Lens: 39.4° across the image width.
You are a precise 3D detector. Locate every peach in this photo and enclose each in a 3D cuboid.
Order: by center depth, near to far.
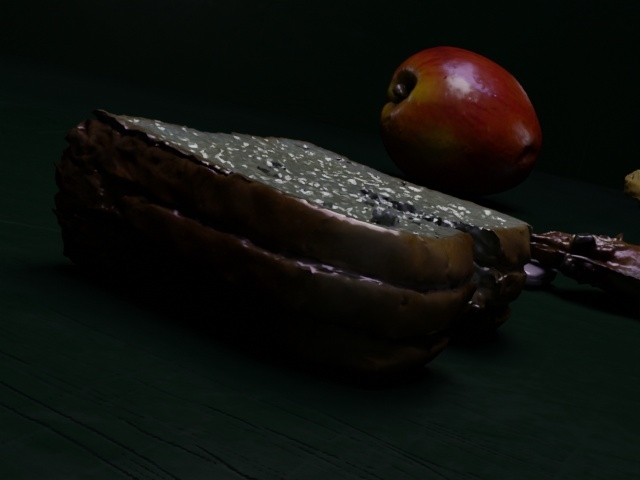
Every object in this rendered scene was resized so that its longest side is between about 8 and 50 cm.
[{"bbox_3d":[0.236,-0.192,1.502,0.281,0.238,0.281,23,-4,2],"label":"peach"}]

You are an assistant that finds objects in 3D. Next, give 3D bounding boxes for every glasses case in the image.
[{"bbox_3d":[0.207,0.031,0.873,0.032,0.021,0.083,19,12,29],"label":"glasses case"}]

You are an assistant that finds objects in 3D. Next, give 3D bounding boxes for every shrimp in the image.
[{"bbox_3d":[0.329,0.039,0.886,0.294,0.062,0.154,20,1,-11],"label":"shrimp"}]

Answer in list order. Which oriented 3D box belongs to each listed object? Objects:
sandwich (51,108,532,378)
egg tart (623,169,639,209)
[{"bbox_3d":[0.000,-0.002,0.597,0.249,0.095,0.273,23,13,25],"label":"sandwich"},{"bbox_3d":[0.536,0.010,1.096,0.345,0.132,0.345,12,10,-2],"label":"egg tart"}]
